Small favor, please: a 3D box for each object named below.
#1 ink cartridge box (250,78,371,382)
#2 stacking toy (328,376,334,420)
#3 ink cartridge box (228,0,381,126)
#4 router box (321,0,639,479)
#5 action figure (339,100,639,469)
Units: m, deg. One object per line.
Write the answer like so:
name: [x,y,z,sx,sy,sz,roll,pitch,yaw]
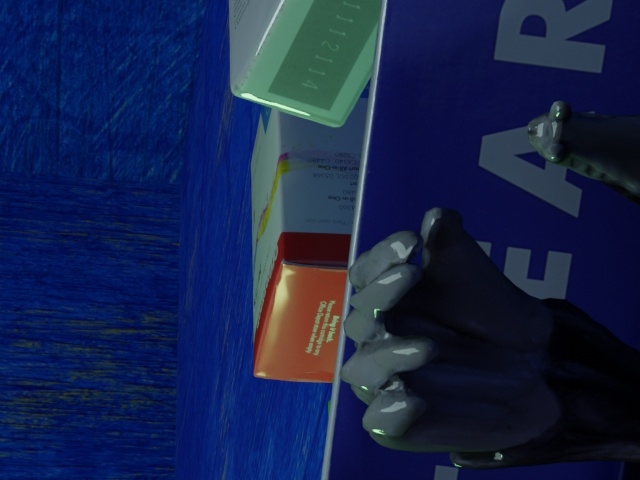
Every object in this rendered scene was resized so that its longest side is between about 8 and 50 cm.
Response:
ink cartridge box: [0.000,0.000,1.192,0.134,0.078,0.231,104,167,-51]
stacking toy: [0.039,0.108,0.983,0.221,0.052,0.167,100,172,-48]
ink cartridge box: [0.032,-0.248,0.876,0.261,0.066,0.296,-96,28,-47]
router box: [0.054,-0.012,0.616,0.301,0.082,0.335,-77,-6,-73]
action figure: [0.090,-0.022,0.333,0.275,0.141,0.164,174,114,-82]
